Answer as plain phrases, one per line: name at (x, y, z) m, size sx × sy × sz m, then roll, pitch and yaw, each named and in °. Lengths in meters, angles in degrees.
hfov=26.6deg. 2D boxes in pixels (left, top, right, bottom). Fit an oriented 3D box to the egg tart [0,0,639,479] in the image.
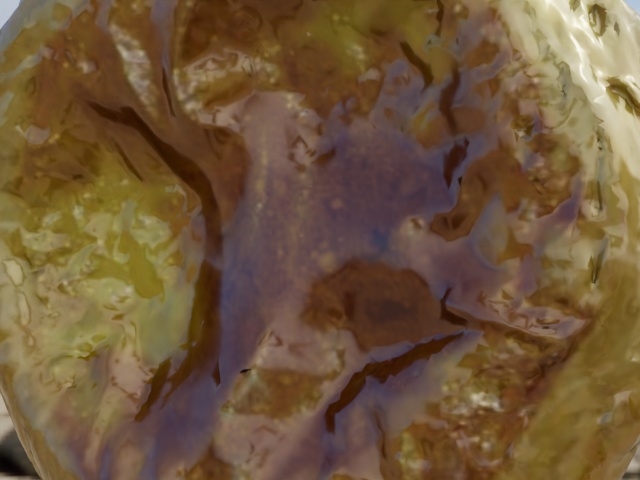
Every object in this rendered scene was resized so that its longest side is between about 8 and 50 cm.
egg tart at (0.000, 0.000, 0.774) m, size 0.443 × 0.443 × 0.178 m, roll 1°, pitch 0°, yaw 26°
